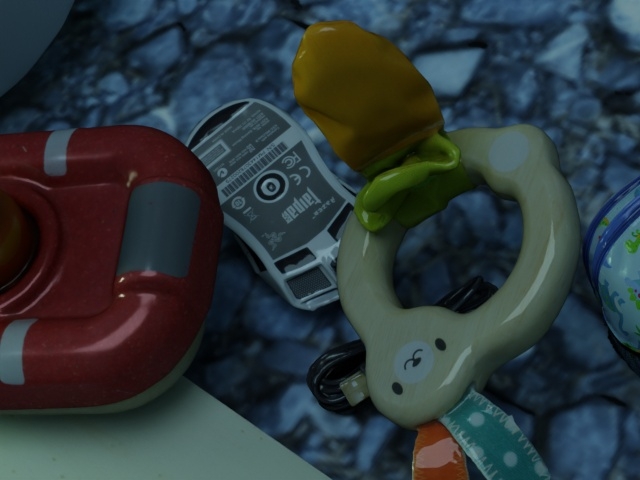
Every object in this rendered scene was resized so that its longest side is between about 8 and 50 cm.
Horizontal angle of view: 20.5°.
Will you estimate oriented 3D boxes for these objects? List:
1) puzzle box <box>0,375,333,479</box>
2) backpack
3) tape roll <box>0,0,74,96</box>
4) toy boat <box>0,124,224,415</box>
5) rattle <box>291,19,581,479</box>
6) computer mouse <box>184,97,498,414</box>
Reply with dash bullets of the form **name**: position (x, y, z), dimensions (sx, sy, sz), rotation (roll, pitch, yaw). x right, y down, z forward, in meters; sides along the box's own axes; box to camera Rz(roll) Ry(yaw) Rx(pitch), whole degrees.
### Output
- **puzzle box**: position (-0.139, 0.178, 0.845), dimensions (0.409, 0.052, 0.272), rotation (32, 73, 31)
- **backpack**: position (0.172, 0.010, 0.814), dimensions (0.105, 0.114, 0.084), rotation (-36, 56, -6)
- **tape roll**: position (-0.273, -0.200, 1.031), dimensions (0.286, 0.100, 0.286), rotation (-3, 81, 21)
- **toy boat**: position (-0.170, -0.004, 0.844), dimensions (0.231, 0.151, 0.151), rotation (-3, 58, 15)
- **rattle**: position (0.044, 0.022, 0.794), dimensions (0.130, 0.143, 0.200), rotation (5, 66, 17)
- **computer mouse**: position (0.000, 0.000, 0.921), dimensions (0.106, 0.042, 0.193), rotation (-38, 62, -2)
